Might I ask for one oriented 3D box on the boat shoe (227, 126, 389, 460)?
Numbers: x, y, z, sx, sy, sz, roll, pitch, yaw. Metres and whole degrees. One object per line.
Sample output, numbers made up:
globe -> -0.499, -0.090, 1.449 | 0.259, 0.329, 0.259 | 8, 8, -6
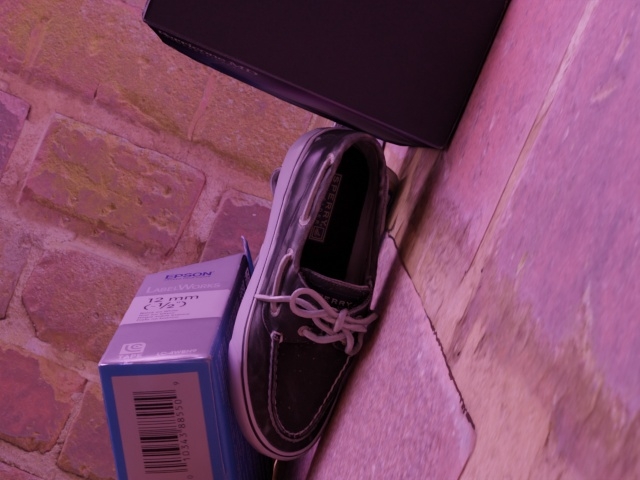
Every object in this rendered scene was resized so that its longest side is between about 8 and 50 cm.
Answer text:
boat shoe -> 0.002, 0.052, 1.177 | 0.105, 0.113, 0.306 | 14, 88, 66

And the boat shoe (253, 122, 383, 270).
boat shoe -> -0.004, -0.067, 1.663 | 0.121, 0.119, 0.335 | 117, 173, -45

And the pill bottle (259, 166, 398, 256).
pill bottle -> 0.000, 0.000, 1.382 | 0.112, 0.112, 0.187 | 141, 151, -80

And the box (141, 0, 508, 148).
box -> -0.002, -0.222, 1.287 | 0.294, 0.296, 0.183 | -131, 64, -85

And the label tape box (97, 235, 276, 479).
label tape box -> -0.121, 0.166, 1.349 | 0.348, 0.115, 0.249 | -84, -12, -72

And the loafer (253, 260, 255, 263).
loafer -> -0.058, 0.061, 1.842 | 0.268, 0.092, 0.102 | -106, 39, -82
